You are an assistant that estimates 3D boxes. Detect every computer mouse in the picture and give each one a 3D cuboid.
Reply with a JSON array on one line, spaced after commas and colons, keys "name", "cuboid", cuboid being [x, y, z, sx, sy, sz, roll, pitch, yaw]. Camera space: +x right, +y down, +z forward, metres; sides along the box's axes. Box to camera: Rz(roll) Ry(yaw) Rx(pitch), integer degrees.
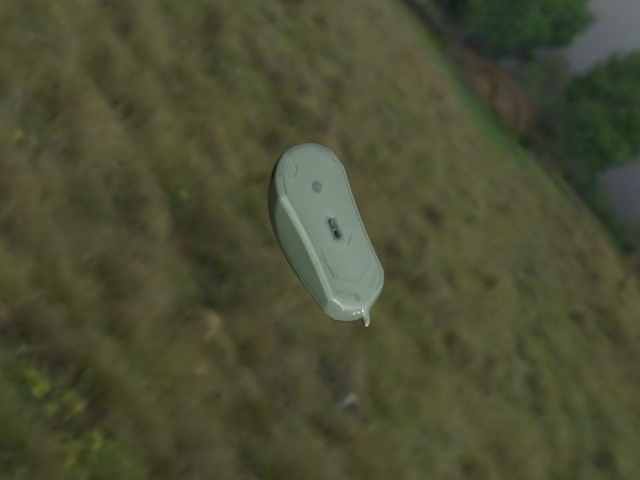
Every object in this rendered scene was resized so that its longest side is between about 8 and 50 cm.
[{"name": "computer mouse", "cuboid": [0.000, 0.000, 0.983, 0.056, 0.032, 0.110, -25, 93, -42]}]
